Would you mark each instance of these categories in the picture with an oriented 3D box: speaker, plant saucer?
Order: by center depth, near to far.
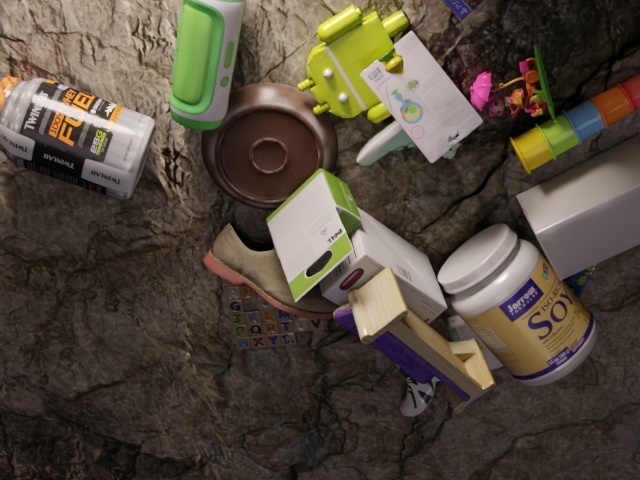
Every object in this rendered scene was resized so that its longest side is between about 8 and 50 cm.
[{"bbox_3d":[-0.233,-0.382,1.598,0.131,0.131,0.296,11,120,-7],"label":"speaker"},{"bbox_3d":[-0.114,-0.197,1.752,0.310,0.050,0.310,-1,120,-1],"label":"plant saucer"}]

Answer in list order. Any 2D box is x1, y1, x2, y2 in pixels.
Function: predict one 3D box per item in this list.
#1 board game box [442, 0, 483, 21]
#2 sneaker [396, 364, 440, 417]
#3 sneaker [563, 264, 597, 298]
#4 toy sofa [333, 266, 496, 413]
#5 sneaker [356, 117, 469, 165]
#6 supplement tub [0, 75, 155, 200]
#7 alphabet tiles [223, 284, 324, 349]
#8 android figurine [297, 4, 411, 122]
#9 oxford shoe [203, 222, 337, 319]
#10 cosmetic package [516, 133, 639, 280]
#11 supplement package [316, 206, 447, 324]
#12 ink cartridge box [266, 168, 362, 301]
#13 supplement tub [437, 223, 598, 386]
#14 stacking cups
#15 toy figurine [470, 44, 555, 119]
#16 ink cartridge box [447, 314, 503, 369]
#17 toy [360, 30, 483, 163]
[{"bbox_3d":[0.264,-0.566,1.327,0.291,0.141,0.232,-40,144,20],"label":"board game box"},{"bbox_3d":[0.237,0.351,2.048,0.153,0.094,0.235,29,124,-7],"label":"sneaker"},{"bbox_3d":[0.625,0.086,1.903,0.067,0.078,0.188,34,133,14],"label":"sneaker"},{"bbox_3d":[0.203,0.237,1.707,0.177,0.150,0.362,-39,124,17],"label":"toy sofa"},{"bbox_3d":[0.211,-0.209,1.712,0.256,0.094,0.151,-36,107,16],"label":"sneaker"},{"bbox_3d":[-0.526,-0.220,1.652,0.316,0.193,0.193,18,118,-11],"label":"supplement tub"},{"bbox_3d":[-0.113,0.190,1.997,0.237,0.009,0.198,-6,120,4],"label":"alphabet tiles"},{"bbox_3d":[0.085,-0.364,1.651,0.273,0.056,0.248,-27,117,13],"label":"android figurine"},{"bbox_3d":[-0.098,0.077,1.865,0.348,0.123,0.130,26,107,-13],"label":"oxford shoe"},{"bbox_3d":[0.646,-0.089,1.731,0.365,0.197,0.155,-28,117,17],"label":"cosmetic package"},{"bbox_3d":[0.132,0.079,1.801,0.262,0.204,0.145,32,116,-27],"label":"supplement package"},{"bbox_3d":[0.000,0.000,1.712,0.189,0.255,0.097,-42,135,23],"label":"ink cartridge box"},{"bbox_3d":[0.457,0.148,1.824,0.241,0.241,0.331,-39,101,20],"label":"supplement tub"},{"bbox_3d":[0.576,-0.254,1.697,0.316,0.096,0.096,-26,117,13],"label":"stacking cups"},{"bbox_3d":[0.401,-0.312,1.662,0.159,0.130,0.173,-13,133,21],"label":"toy figurine"},{"bbox_3d":[0.462,0.239,2.003,0.235,0.056,0.171,-19,118,13],"label":"ink cartridge box"},{"bbox_3d":[0.207,-0.295,1.616,0.137,0.056,0.237,-39,100,8],"label":"toy"}]
